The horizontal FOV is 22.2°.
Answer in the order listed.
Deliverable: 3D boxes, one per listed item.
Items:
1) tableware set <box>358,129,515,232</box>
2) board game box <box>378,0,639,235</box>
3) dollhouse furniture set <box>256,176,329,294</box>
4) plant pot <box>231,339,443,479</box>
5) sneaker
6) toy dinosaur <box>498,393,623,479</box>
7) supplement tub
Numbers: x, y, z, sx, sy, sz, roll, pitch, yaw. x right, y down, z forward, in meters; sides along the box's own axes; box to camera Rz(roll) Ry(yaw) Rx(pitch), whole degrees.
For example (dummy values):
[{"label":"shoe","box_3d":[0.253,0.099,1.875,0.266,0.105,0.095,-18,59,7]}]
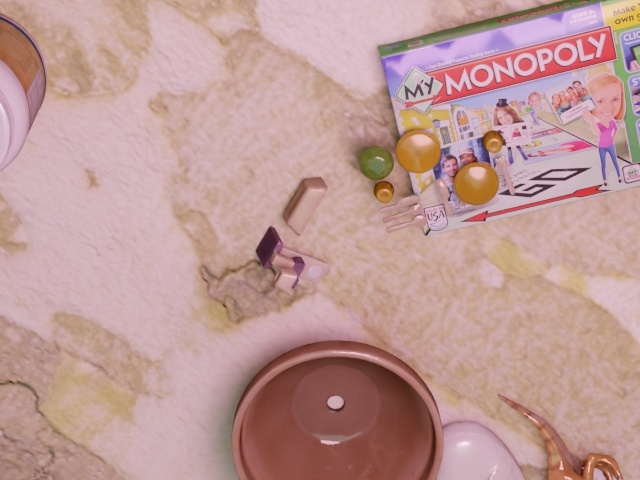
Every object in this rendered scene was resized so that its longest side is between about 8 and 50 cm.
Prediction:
[{"label":"tableware set","box_3d":[0.124,-0.075,1.731,0.154,0.024,0.104,-18,109,8]},{"label":"board game box","box_3d":[0.240,-0.142,1.741,0.317,0.046,0.213,-14,113,5]},{"label":"dollhouse furniture set","box_3d":[0.000,0.000,1.784,0.081,0.091,0.114,23,108,-26]},{"label":"plant pot","box_3d":[0.018,0.209,1.847,0.237,0.109,0.237,0,112,-1]},{"label":"sneaker","box_3d":[0.205,0.353,1.905,0.106,0.123,0.290,-17,110,7]},{"label":"toy dinosaur","box_3d":[0.287,0.271,1.898,0.112,0.064,0.211,-14,102,-7]},{"label":"supplement tub","box_3d":[-0.359,-0.143,1.645,0.144,0.199,0.144,0,113,-1]}]
